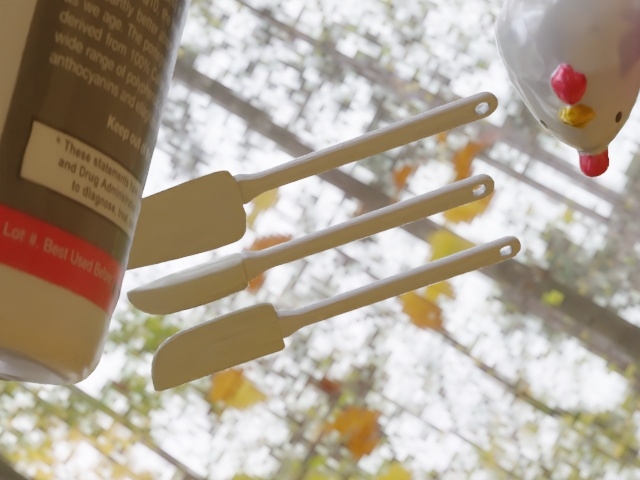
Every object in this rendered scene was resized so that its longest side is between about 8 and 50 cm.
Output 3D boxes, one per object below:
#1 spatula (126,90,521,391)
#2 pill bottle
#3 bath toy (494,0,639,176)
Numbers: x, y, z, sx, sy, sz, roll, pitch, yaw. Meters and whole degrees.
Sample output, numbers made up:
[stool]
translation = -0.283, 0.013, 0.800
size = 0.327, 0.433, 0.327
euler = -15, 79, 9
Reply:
[spatula]
translation = 0.000, 0.000, 1.066
size = 0.242, 0.019, 0.168
euler = -19, -46, -5
[pill bottle]
translation = -0.130, -0.119, 0.667
size = 0.176, 0.176, 0.318
euler = 37, -117, -63
[bath toy]
translation = 0.270, -0.112, 1.050
size = 0.151, 0.348, 0.129
euler = -23, -74, -67
